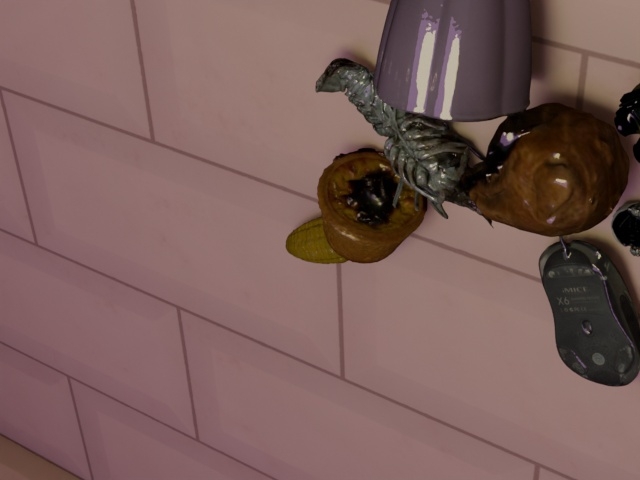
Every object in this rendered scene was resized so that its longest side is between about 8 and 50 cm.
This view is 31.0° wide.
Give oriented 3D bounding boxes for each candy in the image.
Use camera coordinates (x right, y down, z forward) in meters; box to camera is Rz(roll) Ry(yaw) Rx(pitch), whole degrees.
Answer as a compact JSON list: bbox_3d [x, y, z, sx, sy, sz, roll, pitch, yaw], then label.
[{"bbox_3d":[0.000,0.000,2.428,0.199,0.094,0.106,-9,81,49],"label":"candy"}]

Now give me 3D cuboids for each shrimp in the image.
[{"bbox_3d":[0.168,-0.177,2.103,0.410,0.166,0.221,52,127,13],"label":"shrimp"}]

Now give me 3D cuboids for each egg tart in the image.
[{"bbox_3d":[0.089,-0.058,2.231,0.215,0.215,0.171,37,151,11],"label":"egg tart"}]

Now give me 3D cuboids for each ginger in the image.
[{"bbox_3d":[0.387,-0.099,1.928,0.223,0.200,0.269,52,144,22],"label":"ginger"}]

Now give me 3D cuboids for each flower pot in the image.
[{"bbox_3d":[0.227,-0.346,1.851,0.265,0.265,0.243,22,122,26],"label":"flower pot"}]

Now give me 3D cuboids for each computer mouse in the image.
[{"bbox_3d":[0.491,0.094,2.093,0.167,0.090,0.379,-3,114,42],"label":"computer mouse"}]

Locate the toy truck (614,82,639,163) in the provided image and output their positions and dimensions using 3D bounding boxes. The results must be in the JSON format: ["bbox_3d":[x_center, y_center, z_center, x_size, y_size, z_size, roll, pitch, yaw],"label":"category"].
[{"bbox_3d":[0.580,-0.146,1.790,0.257,0.127,0.127,54,146,-10],"label":"toy truck"}]

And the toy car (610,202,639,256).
[{"bbox_3d":[0.590,-0.011,1.942,0.205,0.056,0.095,18,132,34],"label":"toy car"}]
